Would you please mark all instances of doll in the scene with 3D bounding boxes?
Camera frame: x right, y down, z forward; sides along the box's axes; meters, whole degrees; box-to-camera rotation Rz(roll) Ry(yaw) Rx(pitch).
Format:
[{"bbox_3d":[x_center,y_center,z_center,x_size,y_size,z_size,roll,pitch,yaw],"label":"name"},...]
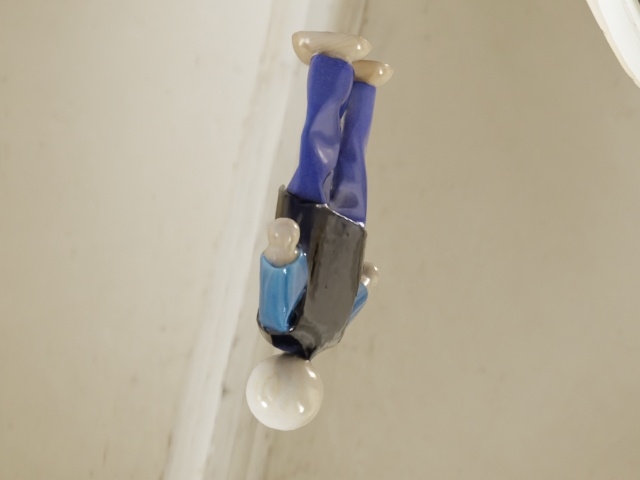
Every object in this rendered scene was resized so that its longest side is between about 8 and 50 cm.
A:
[{"bbox_3d":[0.000,0.000,0.936,0.046,0.129,0.189,5,-104,21],"label":"doll"}]

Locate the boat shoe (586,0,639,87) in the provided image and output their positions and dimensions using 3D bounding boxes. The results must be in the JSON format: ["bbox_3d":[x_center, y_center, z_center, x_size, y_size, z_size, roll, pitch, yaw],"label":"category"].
[{"bbox_3d":[0.134,-0.137,0.683,0.092,0.285,0.102,-7,-125,28],"label":"boat shoe"}]
